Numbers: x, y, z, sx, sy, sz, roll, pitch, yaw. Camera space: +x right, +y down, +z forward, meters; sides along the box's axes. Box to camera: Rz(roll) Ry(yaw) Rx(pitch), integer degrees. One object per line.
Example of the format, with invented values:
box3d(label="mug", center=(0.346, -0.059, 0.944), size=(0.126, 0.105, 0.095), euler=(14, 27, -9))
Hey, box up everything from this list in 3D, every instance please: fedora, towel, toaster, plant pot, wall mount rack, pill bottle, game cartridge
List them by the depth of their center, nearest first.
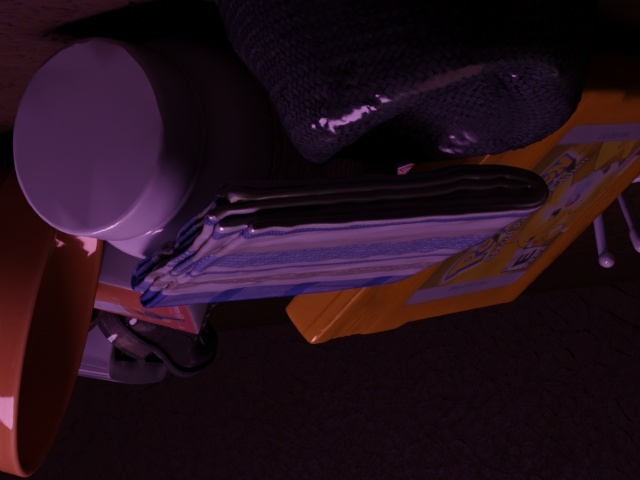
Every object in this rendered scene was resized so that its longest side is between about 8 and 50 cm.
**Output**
box3d(label="fedora", center=(0.046, -0.123, 0.937), size=(0.334, 0.152, 0.334), euler=(-6, 172, -1))
box3d(label="towel", center=(0.000, 0.000, 1.109), size=(0.209, 0.034, 0.285), euler=(-4, 170, -17))
box3d(label="pill bottle", center=(-0.079, -0.061, 1.265), size=(0.160, 0.160, 0.283), euler=(-11, 170, 33))
box3d(label="game cartridge", center=(0.153, -0.036, 1.387), size=(0.285, 0.052, 0.324), euler=(-48, 160, 28))
box3d(label="plant pot", center=(-0.327, 0.050, 1.560), size=(0.203, 0.290, 0.291), euler=(12, 173, 4))
box3d(label="wall mount rack", center=(0.229, -0.020, 1.912), size=(0.350, 0.130, 0.304), euler=(-7, 172, 2))
box3d(label="toaster", center=(-0.268, 0.100, 2.189), size=(0.110, 0.185, 0.168), euler=(9, 178, 23))

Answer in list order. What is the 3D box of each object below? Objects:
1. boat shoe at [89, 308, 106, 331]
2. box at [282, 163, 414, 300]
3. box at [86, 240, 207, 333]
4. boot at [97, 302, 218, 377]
box3d(label="boat shoe", center=(-0.302, 0.042, 1.958), size=(0.355, 0.130, 0.132), euler=(-13, 169, 40))
box3d(label="box", center=(0.055, -0.035, 1.577), size=(0.296, 0.073, 0.293), euler=(-20, 159, 20))
box3d(label="box", center=(-0.199, 0.020, 1.768), size=(0.170, 0.091, 0.130), euler=(14, 163, 7))
box3d(label="boot", center=(-0.127, 0.057, 2.082), size=(0.229, 0.091, 0.263), euler=(-40, 158, 13))
